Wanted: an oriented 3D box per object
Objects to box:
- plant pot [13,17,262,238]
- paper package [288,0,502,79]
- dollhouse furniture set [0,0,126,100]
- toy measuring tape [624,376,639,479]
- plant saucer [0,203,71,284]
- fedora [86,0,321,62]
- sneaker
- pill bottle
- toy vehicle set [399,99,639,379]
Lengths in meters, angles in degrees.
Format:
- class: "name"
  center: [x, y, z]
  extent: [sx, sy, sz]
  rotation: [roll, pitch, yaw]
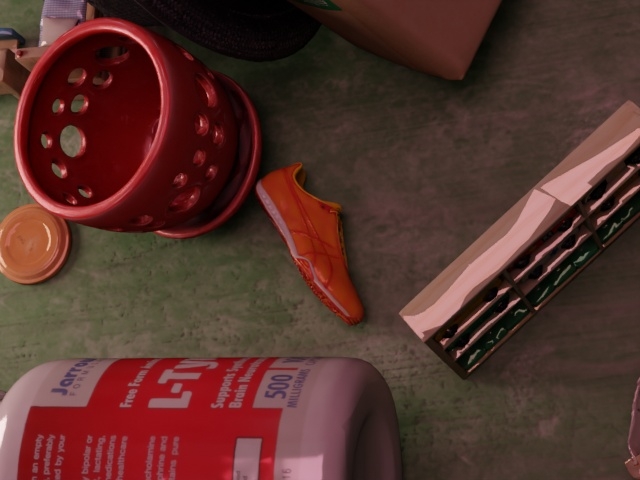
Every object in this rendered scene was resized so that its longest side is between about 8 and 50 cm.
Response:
- class: "plant pot"
  center: [-0.165, -0.097, 1.679]
  extent: [0.191, 0.174, 0.191]
  rotation: [-7, 77, 31]
- class: "paper package"
  center: [0.049, -0.352, 1.605]
  extent: [0.168, 0.325, 0.309]
  rotation: [19, 81, 47]
- class: "dollhouse furniture set"
  center: [-0.300, -0.218, 1.791]
  extent: [0.183, 0.129, 0.129]
  rotation: [-1, 75, 17]
- class: "toy measuring tape"
  center: [0.343, 0.051, 1.534]
  extent: [0.121, 0.121, 0.330]
  rotation: [9, 86, 19]
- class: "plant saucer"
  center: [-0.290, 0.003, 1.789]
  extent: [0.083, 0.013, 0.083]
  rotation: [-5, 73, 16]
- class: "fedora"
  center: [-0.144, -0.299, 1.701]
  extent: [0.152, 0.334, 0.334]
  rotation: [-19, 68, 41]
- class: "sneaker"
  center: [0.000, 0.000, 1.676]
  extent: [0.067, 0.064, 0.175]
  rotation: [-28, 71, -3]
- class: "pill bottle"
  center: [-0.148, 0.216, 1.570]
  extent: [0.407, 0.229, 0.229]
  rotation: [-2, 75, 16]
- class: "toy vehicle set"
  center: [0.194, 0.005, 1.558]
  extent: [0.267, 0.166, 0.035]
  rotation: [-43, 68, 2]
